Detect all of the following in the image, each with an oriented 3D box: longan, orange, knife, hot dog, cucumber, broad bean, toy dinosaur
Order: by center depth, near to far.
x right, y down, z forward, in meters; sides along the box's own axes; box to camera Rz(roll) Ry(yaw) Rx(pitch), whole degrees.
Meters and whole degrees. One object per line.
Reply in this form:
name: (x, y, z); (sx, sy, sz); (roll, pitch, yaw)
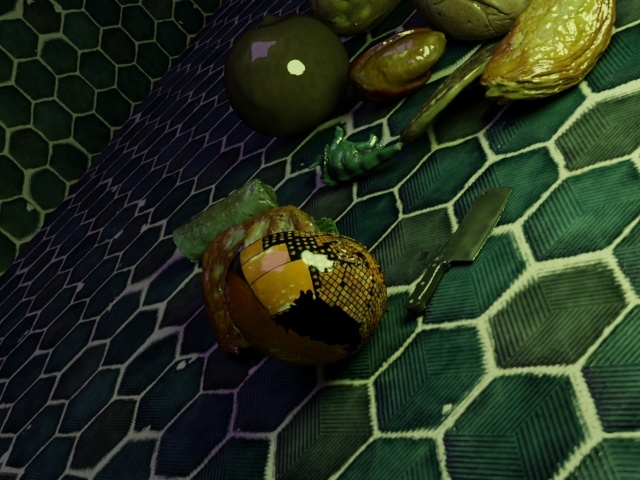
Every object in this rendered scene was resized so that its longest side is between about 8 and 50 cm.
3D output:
orange: (-0.024, 0.079, 1.149); (0.234, 0.234, 0.182); (-9, 61, 51)
knife: (0.201, 0.009, 1.163); (0.072, 0.019, 0.245); (-2, 45, 54)
hot dog: (0.364, -0.311, 1.311); (0.259, 0.114, 0.175); (-58, 32, -7)
cucumber: (0.000, 0.000, 1.458); (0.067, 0.035, 0.107); (-37, 28, 10)
toy dinosaur: (0.078, -0.169, 1.559); (0.292, 0.079, 0.120); (-13, 44, 49)
broad bean: (0.157, -0.356, 1.677); (0.229, 0.122, 0.156); (-17, 10, 34)
longan: (-0.074, -0.383, 1.888); (0.297, 0.297, 0.297); (-34, 27, 20)

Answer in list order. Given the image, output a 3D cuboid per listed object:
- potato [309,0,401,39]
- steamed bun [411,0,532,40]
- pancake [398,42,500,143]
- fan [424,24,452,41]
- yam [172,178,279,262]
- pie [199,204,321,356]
potato: (0.071, -0.632, 2.107); (0.301, 0.289, 0.237); (22, 79, 16)
steamed bun: (0.311, -0.540, 1.613); (0.251, 0.199, 0.301); (-47, 31, -13)
pancake: (0.231, -0.268, 1.463); (0.250, 0.031, 0.250); (-44, 5, 5)
fan: (0.322, -0.486, 1.757); (0.230, 0.011, 0.335); (-37, 26, 11)
yam: (-0.203, -0.044, 1.767); (0.259, 0.093, 0.093); (-31, 28, 26)
pie: (-0.100, 0.063, 1.417); (0.308, 0.085, 0.308); (-28, 43, 30)
